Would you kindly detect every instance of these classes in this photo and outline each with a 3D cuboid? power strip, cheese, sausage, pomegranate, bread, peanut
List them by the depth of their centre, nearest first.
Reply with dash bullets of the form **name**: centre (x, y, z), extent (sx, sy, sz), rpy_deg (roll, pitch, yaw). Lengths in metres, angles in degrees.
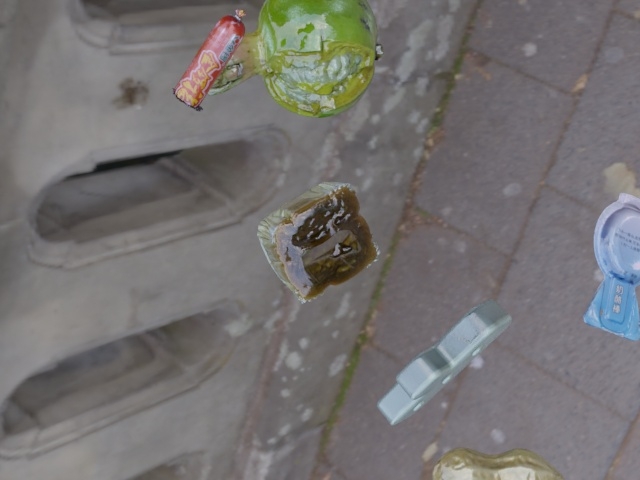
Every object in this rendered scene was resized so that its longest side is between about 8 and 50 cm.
- **sausage**: centre (-0.140, -0.243, 1.442), extent (0.050, 0.048, 0.145), rpy_deg (40, 106, 15)
- **pomegranate**: centre (-0.050, -0.310, 1.767), extent (0.236, 0.302, 0.236), rpy_deg (171, 90, -81)
- **power strip**: centre (0.194, 0.212, 1.814), extent (0.059, 0.194, 0.265), rpy_deg (49, 114, 15)
- **cheese**: centre (0.508, 0.039, 1.829), extent (0.052, 0.135, 0.244), rpy_deg (-19, 54, 65)
- **peanut**: centre (0.351, 0.460, 2.107), extent (0.275, 0.111, 0.125), rpy_deg (7, 118, -9)
- **bread**: centre (-0.001, 0.001, 2.186), extent (0.192, 0.210, 0.110), rpy_deg (66, 167, -19)
